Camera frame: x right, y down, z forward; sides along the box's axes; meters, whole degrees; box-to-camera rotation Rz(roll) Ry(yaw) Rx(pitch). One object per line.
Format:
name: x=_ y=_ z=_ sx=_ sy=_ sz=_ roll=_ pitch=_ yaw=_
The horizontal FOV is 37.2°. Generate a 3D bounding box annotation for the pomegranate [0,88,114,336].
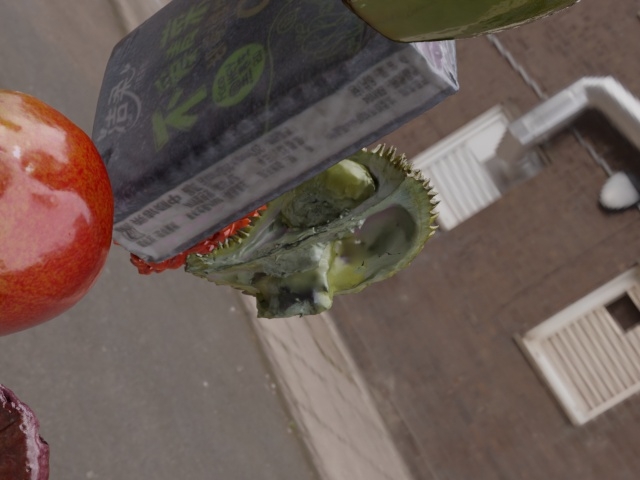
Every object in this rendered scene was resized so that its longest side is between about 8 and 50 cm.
pomegranate: x=-0.307 y=-0.032 z=0.834 sx=0.257 sy=0.221 sz=0.221 roll=33 pitch=15 yaw=-24

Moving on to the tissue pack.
tissue pack: x=-0.060 y=-0.179 z=0.954 sx=0.124 sy=0.394 sz=0.288 roll=38 pitch=38 yaw=-37

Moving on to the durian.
durian: x=0.000 y=0.000 z=1.086 sx=0.166 sy=0.306 sz=0.172 roll=-61 pitch=131 yaw=-69

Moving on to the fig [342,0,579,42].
fig: x=0.114 y=-0.250 z=0.680 sx=0.207 sy=0.230 sz=0.207 roll=47 pitch=33 yaw=-43

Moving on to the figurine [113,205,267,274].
figurine: x=-0.255 y=-0.086 z=1.568 sx=0.412 sy=0.306 sz=0.241 roll=17 pitch=-64 yaw=49

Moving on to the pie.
pie: x=-0.286 y=0.179 z=0.768 sx=0.153 sy=0.153 sz=0.038 roll=60 pitch=9 yaw=22
